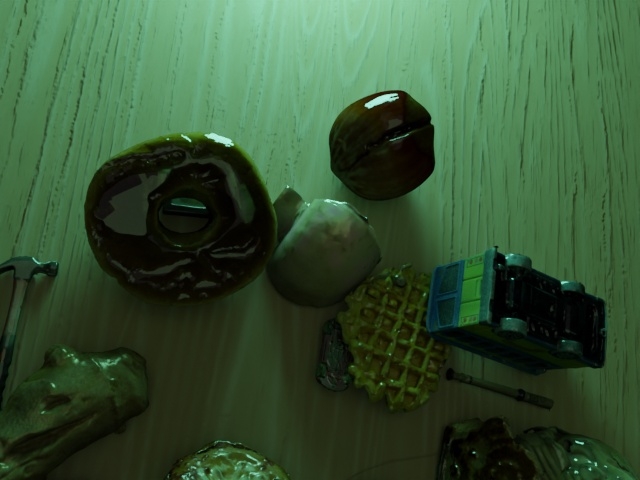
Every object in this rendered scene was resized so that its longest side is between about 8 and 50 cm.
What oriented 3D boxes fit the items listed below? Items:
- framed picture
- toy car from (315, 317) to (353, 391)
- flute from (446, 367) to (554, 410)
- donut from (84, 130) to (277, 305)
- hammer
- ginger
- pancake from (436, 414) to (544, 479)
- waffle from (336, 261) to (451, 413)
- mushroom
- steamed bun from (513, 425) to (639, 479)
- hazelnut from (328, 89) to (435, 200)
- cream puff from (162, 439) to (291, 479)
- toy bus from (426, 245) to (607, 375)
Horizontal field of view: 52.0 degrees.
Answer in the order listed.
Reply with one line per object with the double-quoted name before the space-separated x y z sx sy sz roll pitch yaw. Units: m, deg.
"framed picture" -0.217 -0.106 1.280 0.168 0.023 0.128 5 73 -13
"toy car" 0.028 0.216 1.234 0.069 0.055 0.142 20 60 -19
"flute" 0.362 0.298 1.313 0.233 0.027 0.027 18 71 -9
"donut" -0.244 -0.044 1.173 0.330 0.160 0.330 -2 97 -16
"hammer" -0.530 0.166 1.114 0.111 0.033 0.288 9 72 -13
"ginger" -0.425 0.288 1.033 0.354 0.126 0.190 -43 116 -34
"pancake" 0.283 0.438 1.194 0.056 0.212 0.257 28 100 -39
"waffle" 0.155 0.184 1.252 0.280 0.060 0.262 -19 87 -31
"mushroom" -0.010 0.018 1.224 0.236 0.162 0.173 37 67 0
"steamed bun" 0.450 0.491 1.185 0.207 0.268 0.280 22 81 -44
"hazelnut" 0.124 -0.187 1.312 0.181 0.181 0.212 -24 92 -40
"cream puff" -0.145 0.441 1.049 0.240 0.240 0.164 16 101 -10
"toy bus" 0.375 0.143 1.240 0.312 0.190 0.152 22 65 -25
